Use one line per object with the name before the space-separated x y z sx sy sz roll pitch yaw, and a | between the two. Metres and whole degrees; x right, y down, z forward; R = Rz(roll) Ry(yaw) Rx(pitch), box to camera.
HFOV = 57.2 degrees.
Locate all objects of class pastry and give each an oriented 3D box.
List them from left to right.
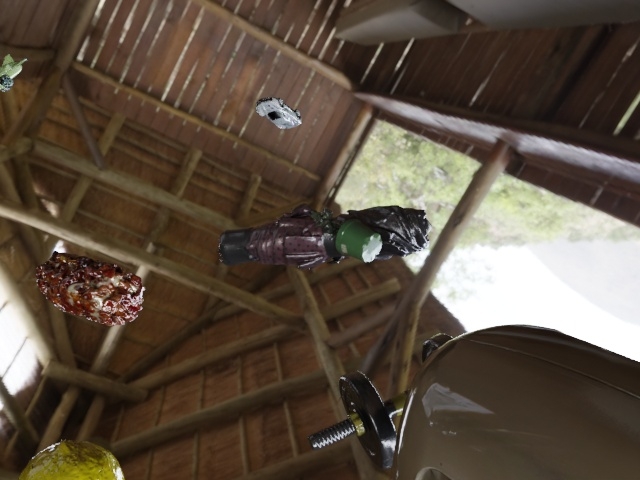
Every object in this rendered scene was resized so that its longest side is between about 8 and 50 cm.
pastry | -0.382 0.076 0.958 0.208 0.097 0.115 12 144 32

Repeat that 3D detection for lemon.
lemon | -0.258 0.267 0.607 0.109 0.133 0.109 3 -158 -1

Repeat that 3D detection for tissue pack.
tissue pack | 0.255 0.255 0.573 0.276 0.268 0.387 -11 -156 -42

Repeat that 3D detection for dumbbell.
dumbbell | 0.134 0.233 0.861 0.325 0.143 0.143 -20 -152 -15

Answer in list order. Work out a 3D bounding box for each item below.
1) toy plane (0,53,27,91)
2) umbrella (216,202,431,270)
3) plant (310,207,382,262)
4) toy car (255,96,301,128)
toy plane | -0.484 -0.234 0.867 0.040 0.111 0.102 50 155 -23
umbrella | 0.000 0.000 0.876 0.325 0.094 0.090 -6 -144 17
plant | 0.030 -0.009 0.769 0.102 0.051 0.051 30 -172 36
toy car | -0.065 -0.195 0.903 0.041 0.025 0.093 -14 166 27
